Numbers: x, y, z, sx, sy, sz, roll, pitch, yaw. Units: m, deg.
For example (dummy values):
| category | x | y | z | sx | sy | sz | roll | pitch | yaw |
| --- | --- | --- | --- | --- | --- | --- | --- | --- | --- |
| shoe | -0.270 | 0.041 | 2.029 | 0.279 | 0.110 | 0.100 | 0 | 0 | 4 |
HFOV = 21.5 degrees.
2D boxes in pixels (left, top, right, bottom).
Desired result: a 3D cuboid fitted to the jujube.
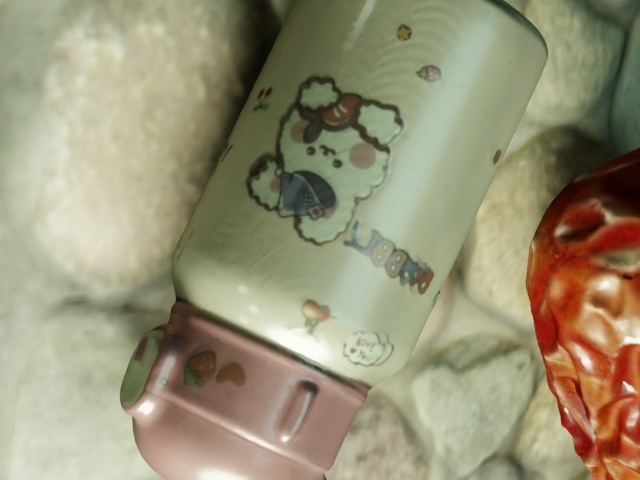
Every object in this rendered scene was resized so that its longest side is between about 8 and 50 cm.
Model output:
| category | x | y | z | sx | sy | sz | roll | pitch | yaw |
| --- | --- | --- | --- | --- | --- | --- | --- | --- | --- |
| jujube | 0.195 | 0.055 | 0.907 | 0.155 | 0.155 | 0.230 | -44 | 134 | -27 |

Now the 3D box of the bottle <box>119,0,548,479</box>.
| category | x | y | z | sx | sy | sz | roll | pitch | yaw |
| --- | --- | --- | --- | --- | --- | --- | --- | --- | --- |
| bottle | 0.000 | 0.000 | 0.701 | 0.110 | 0.110 | 0.233 | 33 | 81 | -49 |
